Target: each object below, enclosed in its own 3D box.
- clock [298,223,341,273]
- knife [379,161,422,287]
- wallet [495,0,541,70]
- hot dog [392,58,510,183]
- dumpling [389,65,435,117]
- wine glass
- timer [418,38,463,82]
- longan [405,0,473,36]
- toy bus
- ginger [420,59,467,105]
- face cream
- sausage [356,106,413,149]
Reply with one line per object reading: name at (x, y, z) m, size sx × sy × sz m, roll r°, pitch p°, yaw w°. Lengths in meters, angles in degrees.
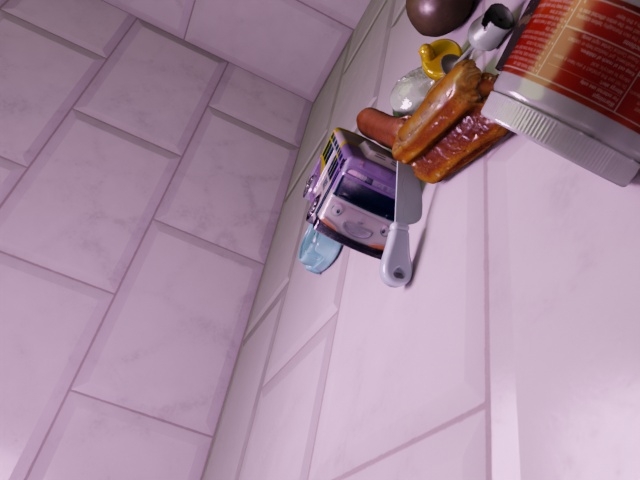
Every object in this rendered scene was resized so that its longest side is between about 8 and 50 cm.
clock at (0.000, 0.000, 1.952) m, size 0.274 × 0.094 × 0.224 m, roll -48°, pitch 21°, yaw 53°
knife at (0.187, -0.057, 1.258) m, size 0.044 × 0.080 × 0.332 m, roll 139°, pitch 144°, yaw -68°
wallet at (0.410, -0.418, 1.158) m, size 0.157 × 0.018 × 0.082 m, roll -64°, pitch 13°, yaw 11°
hot dog at (0.265, -0.231, 1.137) m, size 0.117 × 0.158 × 0.349 m, roll -58°, pitch 4°, yaw -23°
dumpling at (0.251, -0.393, 1.570) m, size 0.153 × 0.107 × 0.219 m, roll -80°, pitch 13°, yaw -48°
wine glass at (0.355, -0.448, 1.299) m, size 0.195 × 0.079 × 0.079 m, roll 136°, pitch 154°, yaw -63°
timer at (0.305, -0.461, 1.442) m, size 0.107 × 0.107 × 0.109 m, roll -68°, pitch -23°, yaw -5°
longan at (0.325, -0.660, 1.563) m, size 0.198 × 0.197 × 0.212 m, roll -70°, pitch 13°, yaw -13°
toy bus at (0.100, -0.144, 1.530) m, size 0.250 × 0.209 × 0.440 m, roll -62°, pitch 12°, yaw 17°
ginger at (0.278, -0.297, 1.297) m, size 0.157 × 0.102 × 0.216 m, roll -74°, pitch 3°, yaw -45°
face cream at (0.325, -0.191, 0.681) m, size 0.201 × 0.200 × 0.187 m, roll -100°, pitch 35°, yaw -68°
sausage at (0.183, -0.300, 1.537) m, size 0.094 × 0.094 × 0.419 m, roll -58°, pitch 18°, yaw 9°
